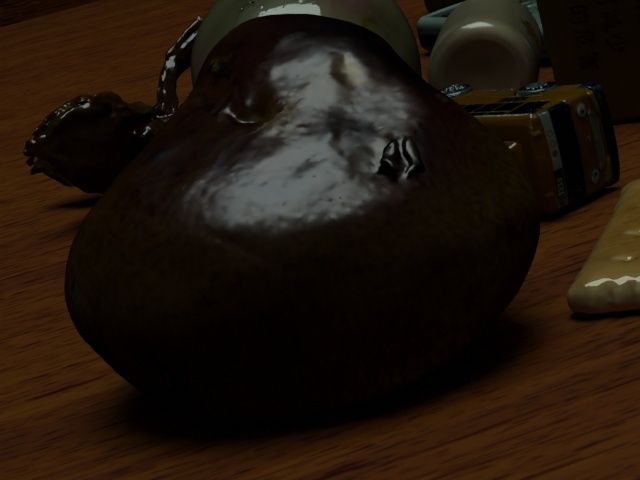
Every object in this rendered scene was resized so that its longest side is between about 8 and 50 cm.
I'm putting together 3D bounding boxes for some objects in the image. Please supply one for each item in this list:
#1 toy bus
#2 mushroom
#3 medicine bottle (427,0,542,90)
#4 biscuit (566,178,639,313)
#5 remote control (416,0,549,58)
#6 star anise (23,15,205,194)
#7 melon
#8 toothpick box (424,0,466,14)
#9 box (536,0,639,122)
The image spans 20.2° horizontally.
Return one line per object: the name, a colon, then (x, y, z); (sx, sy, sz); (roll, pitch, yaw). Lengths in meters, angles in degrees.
toy bus: (0.146, -0.079, 1.555); (0.201, 0.098, 0.114); (2, 23, 43)
mushroom: (0.000, 0.000, 1.290); (0.345, 0.259, 0.345); (-12, 44, 12)
medicine bottle: (0.180, -0.203, 1.917); (0.114, 0.114, 0.252); (-10, 17, 12)
biscuit: (0.279, -0.007, 1.328); (0.160, 0.030, 0.249); (-6, 18, 23)
remote control: (0.241, -0.260, 2.163); (0.140, 0.056, 0.296); (-23, 18, -24)
star anise: (-0.180, -0.129, 1.902); (0.237, 0.148, 0.346); (2, 32, 36)
melon: (-0.015, -0.159, 1.727); (0.223, 0.223, 0.317); (-12, 17, 4)
toothpick box: (0.279, -0.425, 2.403); (0.316, 0.229, 0.229); (-10, 16, 7)
box: (0.410, -0.264, 1.681); (0.415, 0.264, 0.116); (-9, 16, 22)
